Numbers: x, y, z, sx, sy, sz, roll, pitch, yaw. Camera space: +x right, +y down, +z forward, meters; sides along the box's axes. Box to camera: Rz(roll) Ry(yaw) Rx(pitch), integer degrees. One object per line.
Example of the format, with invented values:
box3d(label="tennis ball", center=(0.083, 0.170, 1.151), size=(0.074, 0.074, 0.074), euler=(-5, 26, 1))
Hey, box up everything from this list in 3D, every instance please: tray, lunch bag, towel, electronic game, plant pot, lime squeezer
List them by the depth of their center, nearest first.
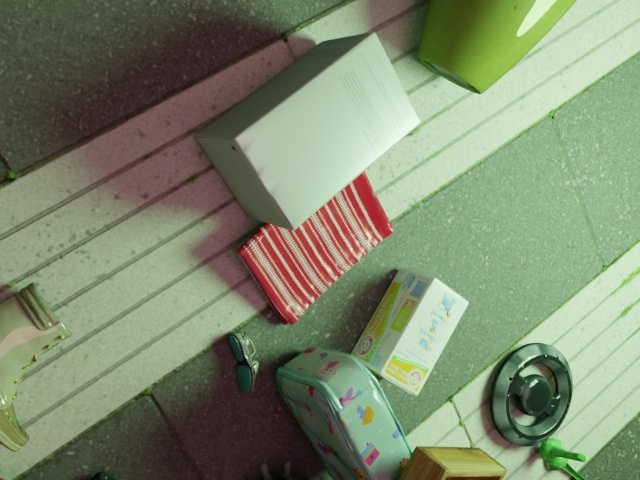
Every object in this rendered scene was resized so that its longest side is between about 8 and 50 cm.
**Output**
box3d(label="tray", center=(0.147, 0.541, 1.241), size=(0.203, 0.076, 0.410), euler=(18, 100, -46))
box3d(label="lunch bag", center=(0.040, 0.325, 1.277), size=(0.108, 0.224, 0.279), euler=(-33, 105, -26))
box3d(label="towel", center=(0.000, 0.000, 1.290), size=(0.275, 0.031, 0.199), euler=(-42, 128, -17))
box3d(label="plant pot", center=(0.308, -0.423, 1.318), size=(0.275, 0.275, 0.293), euler=(23, 101, -29))
box3d(label="electronic game", center=(0.462, 0.336, 1.600), size=(0.229, 0.048, 0.229), euler=(-3, 97, -27))
box3d(label="lime squeezer", center=(0.550, 0.489, 1.645), size=(0.310, 0.110, 0.058), euler=(55, 50, -55))

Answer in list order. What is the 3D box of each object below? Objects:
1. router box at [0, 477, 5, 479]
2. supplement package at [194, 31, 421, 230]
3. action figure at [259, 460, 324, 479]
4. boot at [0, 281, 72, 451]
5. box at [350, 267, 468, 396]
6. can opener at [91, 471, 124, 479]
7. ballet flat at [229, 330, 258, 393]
box3d(label="router box", center=(-0.547, 0.475, 0.998), size=(0.301, 0.082, 0.335), euler=(32, 80, -8))
box3d(label="supplement package", center=(-0.021, -0.181, 1.197), size=(0.293, 0.175, 0.177), euler=(-40, 116, -18))
box3d(label="action figure", center=(-0.029, 0.437, 1.242), size=(0.137, 0.232, 0.063), euler=(2, 95, -29))
box3d(label="boot", center=(-0.437, 0.186, 1.078), size=(0.165, 0.077, 0.213), euler=(-31, 107, -24))
box3d(label="box", center=(0.165, 0.169, 1.379), size=(0.103, 0.114, 0.203), euler=(35, 80, -29))
box3d(label="can opener", center=(-0.309, 0.439, 1.200), size=(0.186, 0.073, 0.059), euler=(44, 37, -29))
box3d(label="ballet flat", center=(-0.126, 0.208, 1.272), size=(0.041, 0.041, 0.114), euler=(-18, 106, -25))
